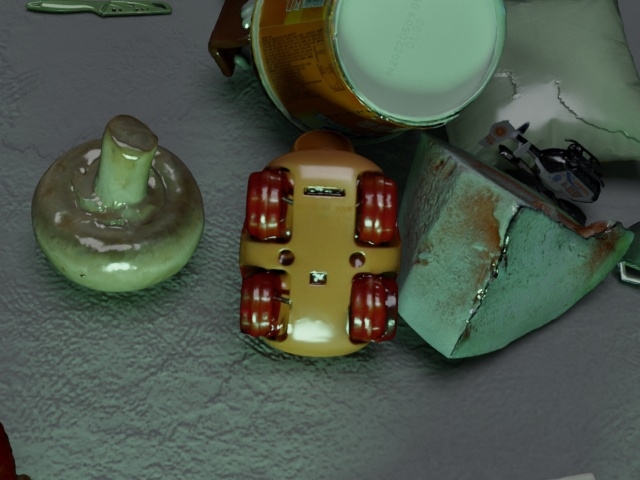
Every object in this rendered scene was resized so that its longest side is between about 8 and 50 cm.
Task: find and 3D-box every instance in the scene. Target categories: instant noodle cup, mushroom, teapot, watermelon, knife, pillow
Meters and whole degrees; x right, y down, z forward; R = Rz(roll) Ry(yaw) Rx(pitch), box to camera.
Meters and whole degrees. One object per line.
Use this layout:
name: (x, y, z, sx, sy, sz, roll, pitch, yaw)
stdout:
instant noodle cup: (0.079, -0.253, 1.504, 0.296, 0.214, 0.296, -2, 97, -19)
mushroom: (-0.236, -0.053, 1.452, 0.207, 0.215, 0.207, 8, 49, -9)
teapot: (0.408, 0.018, 1.581, 0.057, 0.066, 0.088, -4, 77, 13)
watermelon: (0.213, -0.033, 1.486, 0.320, 0.213, 0.289, -20, 68, -14)
knife: (-0.317, -0.333, 1.756, 0.207, 0.014, 0.030, -2, 54, -9)
pillow: (0.298, -0.221, 1.685, 0.312, 0.119, 0.310, -7, 59, -4)

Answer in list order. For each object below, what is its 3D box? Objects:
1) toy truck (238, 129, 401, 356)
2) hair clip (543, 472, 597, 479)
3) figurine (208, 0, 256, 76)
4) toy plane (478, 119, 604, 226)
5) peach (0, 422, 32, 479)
toy truck: (0.000, 0.000, 1.482, 0.189, 0.239, 0.264, 3, 96, -1)
hair clip: (0.143, 0.314, 1.315, 0.331, 0.101, 0.085, -8, 52, -14)
figurine: (-0.015, -0.292, 1.662, 0.338, 0.204, 0.283, 46, 43, 11)
toy plane: (0.296, -0.096, 1.578, 0.197, 0.078, 0.053, 34, 35, -20)
peach: (-0.447, 0.285, 1.206, 0.362, 0.201, 0.257, -22, 99, -5)
